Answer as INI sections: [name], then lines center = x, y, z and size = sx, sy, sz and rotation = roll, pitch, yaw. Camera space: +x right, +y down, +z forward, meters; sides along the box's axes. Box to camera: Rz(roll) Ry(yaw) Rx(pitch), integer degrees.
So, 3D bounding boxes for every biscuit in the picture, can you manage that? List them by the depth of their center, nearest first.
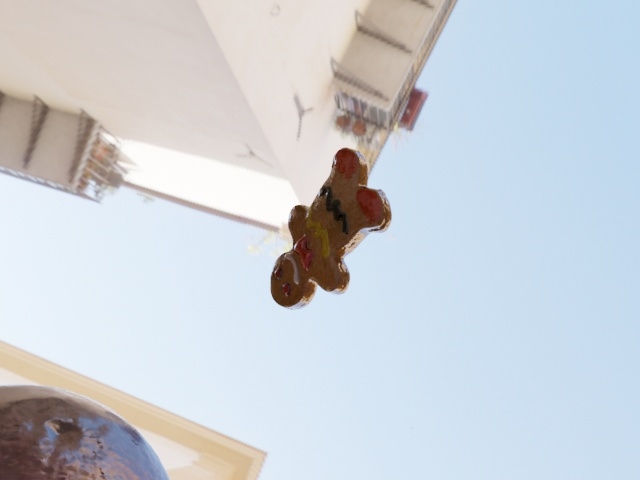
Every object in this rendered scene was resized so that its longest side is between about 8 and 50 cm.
[biscuit]
center = -0.001, 0.000, 1.392
size = 0.250, 0.036, 0.165
rotation = -51, -132, 28

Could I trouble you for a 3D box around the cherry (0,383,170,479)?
[cherry]
center = -0.214, 0.220, 0.655
size = 0.261, 0.307, 0.221
rotation = -7, -62, -33
